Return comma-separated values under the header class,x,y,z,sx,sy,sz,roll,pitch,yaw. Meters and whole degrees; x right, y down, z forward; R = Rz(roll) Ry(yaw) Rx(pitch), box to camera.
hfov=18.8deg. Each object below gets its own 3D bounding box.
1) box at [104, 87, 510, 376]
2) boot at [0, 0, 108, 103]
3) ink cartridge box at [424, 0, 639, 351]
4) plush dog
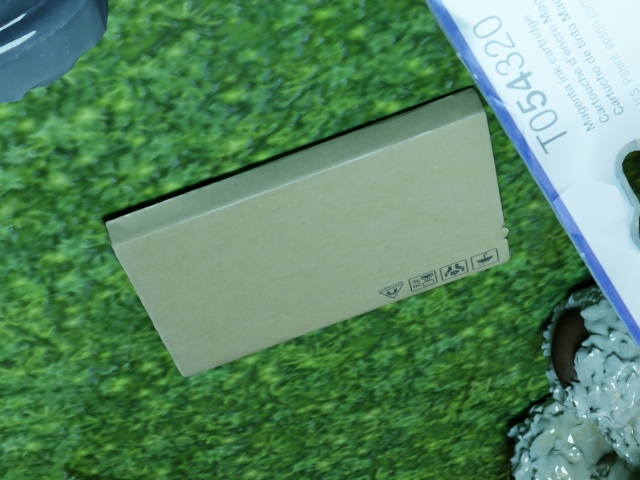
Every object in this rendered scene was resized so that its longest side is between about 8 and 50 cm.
class,x,y,z,sx,sy,sz,roll,pitch,yaw
box,0.000,0.000,1.032,0.201,0.021,0.164,-19,150,0
boot,-0.267,-0.144,0.502,0.367,0.146,0.445,-28,155,-6
ink cartridge box,0.261,-0.077,0.862,0.330,0.071,0.324,-27,116,15
plush dog,0.254,0.158,1.238,0.210,0.225,0.262,-12,149,-14
